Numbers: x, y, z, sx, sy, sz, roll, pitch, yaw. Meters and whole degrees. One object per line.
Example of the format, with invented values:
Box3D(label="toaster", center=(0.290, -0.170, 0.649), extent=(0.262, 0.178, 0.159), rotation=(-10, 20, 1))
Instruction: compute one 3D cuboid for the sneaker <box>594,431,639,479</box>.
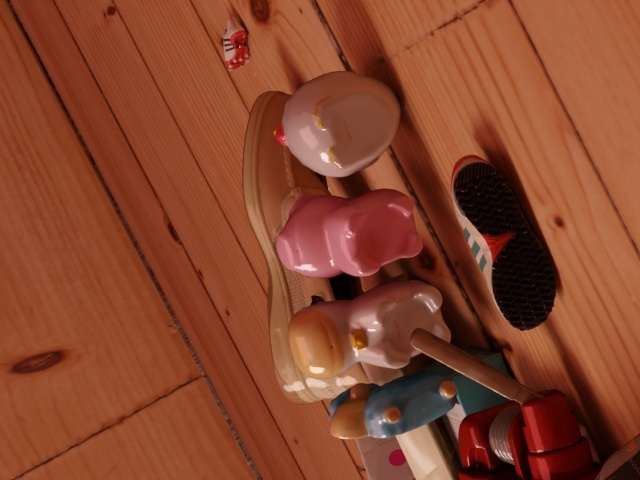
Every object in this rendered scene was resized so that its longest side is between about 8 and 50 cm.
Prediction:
Box3D(label="sneaker", center=(0.260, 0.225, 1.559), extent=(0.100, 0.108, 0.271), rotation=(53, 166, 30))

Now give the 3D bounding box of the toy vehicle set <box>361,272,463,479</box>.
Box3D(label="toy vehicle set", center=(0.117, 0.182, 2.004), extent=(0.266, 0.035, 0.166), rotation=(65, -160, -11))

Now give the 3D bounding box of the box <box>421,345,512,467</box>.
Box3D(label="box", center=(0.187, 0.230, 1.930), extent=(0.244, 0.060, 0.100), rotation=(67, 168, -6))

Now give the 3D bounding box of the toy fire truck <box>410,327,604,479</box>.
Box3D(label="toy fire truck", center=(0.172, 0.180, 1.762), extent=(0.217, 0.159, 0.246), rotation=(180, 74, -76))

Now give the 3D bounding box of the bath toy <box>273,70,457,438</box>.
Box3D(label="bath toy", center=(0.026, 0.010, 1.824), extent=(0.129, 0.151, 0.348), rotation=(-156, 53, -68))

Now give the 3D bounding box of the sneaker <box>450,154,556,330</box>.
Box3D(label="sneaker", center=(0.154, -0.003, 1.638), extent=(0.075, 0.057, 0.161), rotation=(-103, -12, -71))

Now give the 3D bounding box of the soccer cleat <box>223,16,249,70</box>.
Box3D(label="soccer cleat", center=(-0.099, -0.226, 2.206), extent=(0.083, 0.029, 0.035), rotation=(99, 150, -65))

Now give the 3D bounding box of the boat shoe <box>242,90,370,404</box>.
Box3D(label="boat shoe", center=(0.000, 0.000, 2.053), extent=(0.122, 0.110, 0.341), rotation=(4, -105, -62))

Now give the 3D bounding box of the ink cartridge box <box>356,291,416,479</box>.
Box3D(label="ink cartridge box", center=(0.078, 0.223, 2.101), extent=(0.175, 0.069, 0.371), rotation=(62, -170, -50))
